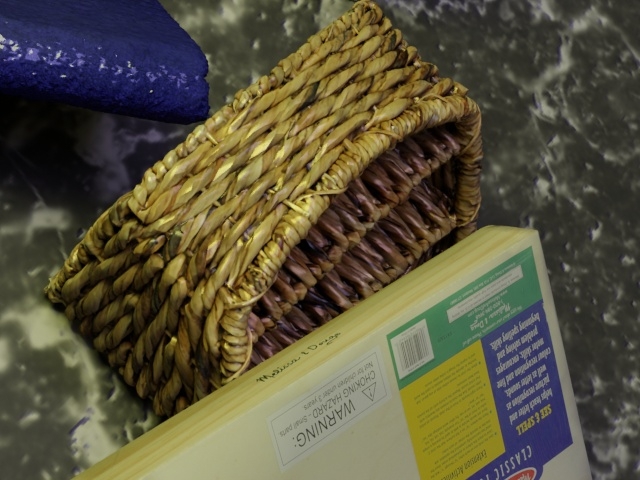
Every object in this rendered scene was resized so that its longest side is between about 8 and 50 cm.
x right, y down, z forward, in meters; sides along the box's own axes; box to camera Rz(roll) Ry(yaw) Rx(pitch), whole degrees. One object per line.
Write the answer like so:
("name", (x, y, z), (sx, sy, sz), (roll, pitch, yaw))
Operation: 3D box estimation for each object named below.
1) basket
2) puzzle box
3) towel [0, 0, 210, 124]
("basket", (0.000, 0.000, 1.368), (0.223, 0.213, 0.299), (48, 53, 1))
("puzzle box", (0.029, 0.192, 1.308), (0.409, 0.052, 0.272), (-29, 114, -37))
("towel", (-0.245, -0.144, 1.335), (0.308, 0.076, 0.227), (9, 21, -23))
